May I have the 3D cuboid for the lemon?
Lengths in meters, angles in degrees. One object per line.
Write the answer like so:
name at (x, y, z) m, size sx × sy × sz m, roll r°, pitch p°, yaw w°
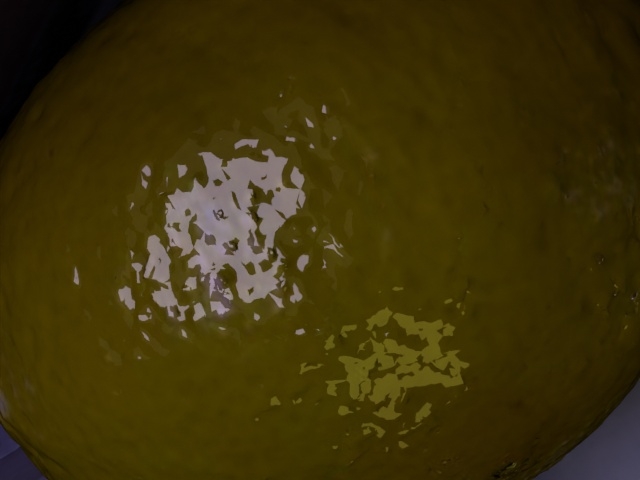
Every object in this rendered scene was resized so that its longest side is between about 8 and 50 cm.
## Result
lemon at (0.004, -0.002, 0.448) m, size 0.236 × 0.236 × 0.263 m, roll 46°, pitch 112°, yaw 24°

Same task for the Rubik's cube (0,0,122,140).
Rubik's cube at (-0.246, -0.181, 0.460) m, size 0.362 × 0.363 × 0.359 m, roll 45°, pitch 117°, yaw 16°

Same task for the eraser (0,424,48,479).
eraser at (-0.165, 0.128, 0.580) m, size 0.204 × 0.243 × 0.059 m, roll -5°, pitch 122°, yaw 34°
